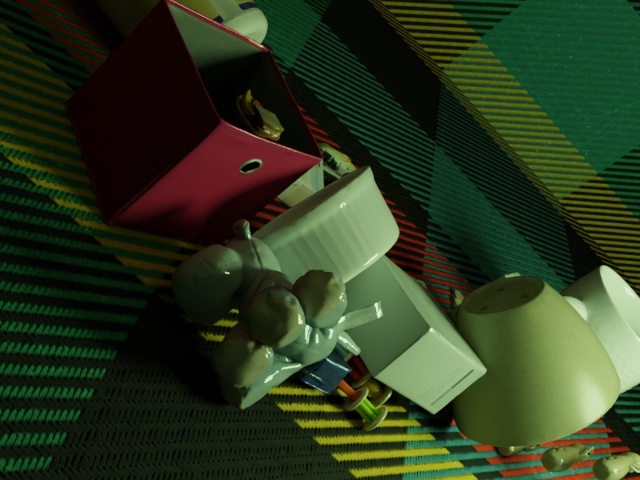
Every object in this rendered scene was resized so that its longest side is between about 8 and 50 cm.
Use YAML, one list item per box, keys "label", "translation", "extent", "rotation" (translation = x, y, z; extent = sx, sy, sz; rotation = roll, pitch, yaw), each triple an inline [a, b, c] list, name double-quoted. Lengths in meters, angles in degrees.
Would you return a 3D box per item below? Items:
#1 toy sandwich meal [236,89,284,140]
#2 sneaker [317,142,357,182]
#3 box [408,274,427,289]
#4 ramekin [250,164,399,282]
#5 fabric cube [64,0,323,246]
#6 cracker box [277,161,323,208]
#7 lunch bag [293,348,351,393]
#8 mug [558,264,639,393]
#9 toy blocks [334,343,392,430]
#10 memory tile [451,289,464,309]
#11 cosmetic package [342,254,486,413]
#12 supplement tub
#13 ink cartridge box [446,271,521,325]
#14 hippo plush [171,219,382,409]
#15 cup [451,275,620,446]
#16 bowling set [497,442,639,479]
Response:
- label: "toy sandwich meal"
  translation: [-0.086, -0.181, 1.273]
  extent: [0.085, 0.029, 0.085]
  rotation: [39, 28, -25]
- label: "sneaker"
  translation: [0.058, -0.151, 2.030]
  extent: [0.208, 0.081, 0.094]
  rotation: [45, 23, -13]
- label: "box"
  translation: [0.166, 0.104, 1.900]
  extent: [0.169, 0.054, 0.059]
  rotation: [22, 38, -46]
- label: "ramekin"
  translation: [0.000, 0.000, 1.514]
  extent: [0.135, 0.277, 0.277]
  rotation: [58, 24, -7]
- label: "fabric cube"
  translation: [-0.203, -0.174, 1.409]
  extent: [0.254, 0.258, 0.259]
  rotation: [15, 43, -53]
- label: "cracker box"
  translation: [-0.095, -0.173, 1.814]
  extent: [0.232, 0.067, 0.155]
  rotation: [37, 29, -27]
- label: "lunch bag"
  translation: [-0.007, 0.206, 1.453]
  extent: [0.098, 0.065, 0.067]
  rotation: [33, 10, -39]
- label: "mug"
  translation: [0.587, 0.243, 2.101]
  extent: [0.374, 0.328, 0.276]
  rotation: [29, 33, -39]
- label: "toy blocks"
  translation: [0.053, 0.239, 1.528]
  extent: [0.148, 0.054, 0.123]
  rotation: [47, 25, -9]
- label: "memory tile"
  translation: [0.360, 0.191, 2.161]
  extent: [0.113, 0.012, 0.148]
  rotation: [43, 27, -18]
- label: "cosmetic package"
  translation: [0.151, 0.165, 1.617]
  extent: [0.225, 0.138, 0.224]
  rotation: [39, 13, -45]
- label: "supplement tub"
  translation: [-0.285, -0.461, 1.674]
  extent: [0.331, 0.241, 0.241]
  rotation: [52, 25, 1]
- label: "ink cartridge box"
  translation: [0.382, 0.186, 1.972]
  extent: [0.153, 0.208, 0.087]
  rotation: [59, 26, 15]
- label: "hippo plush"
  translation: [-0.081, 0.070, 1.302]
  extent: [0.294, 0.234, 0.236]
  rotation: [-22, 60, -37]
- label: "cup"
  translation: [0.386, 0.209, 1.730]
  extent: [0.331, 0.331, 0.237]
  rotation: [-55, 126, -64]
- label: "bowling set"
  translation: [0.505, 0.512, 1.832]
  extent: [0.154, 0.287, 0.200]
  rotation: [3, 94, -48]
